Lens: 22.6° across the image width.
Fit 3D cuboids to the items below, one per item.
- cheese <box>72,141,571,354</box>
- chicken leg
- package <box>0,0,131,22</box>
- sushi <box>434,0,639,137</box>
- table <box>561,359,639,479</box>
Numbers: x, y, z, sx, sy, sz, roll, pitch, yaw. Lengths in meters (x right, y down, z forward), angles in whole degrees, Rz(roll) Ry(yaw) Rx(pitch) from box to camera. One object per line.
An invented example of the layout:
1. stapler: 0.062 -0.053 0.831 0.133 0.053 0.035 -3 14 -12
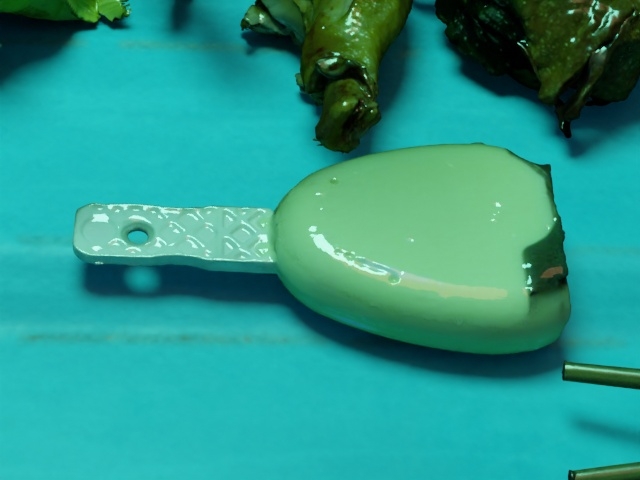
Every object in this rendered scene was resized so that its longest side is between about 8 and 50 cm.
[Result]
1. cheese: 0.000 0.000 0.823 0.251 0.054 0.127 2 45 -5
2. chicken leg: 0.004 -0.126 0.929 0.101 0.085 0.207 6 42 -3
3. package: -0.227 -0.197 0.945 0.226 0.090 0.168 31 6 18
4. sushi: 0.123 -0.194 0.987 0.149 0.140 0.287 23 29 -42
5. table: 0.179 0.027 0.685 0.111 0.240 0.121 7 43 -2
